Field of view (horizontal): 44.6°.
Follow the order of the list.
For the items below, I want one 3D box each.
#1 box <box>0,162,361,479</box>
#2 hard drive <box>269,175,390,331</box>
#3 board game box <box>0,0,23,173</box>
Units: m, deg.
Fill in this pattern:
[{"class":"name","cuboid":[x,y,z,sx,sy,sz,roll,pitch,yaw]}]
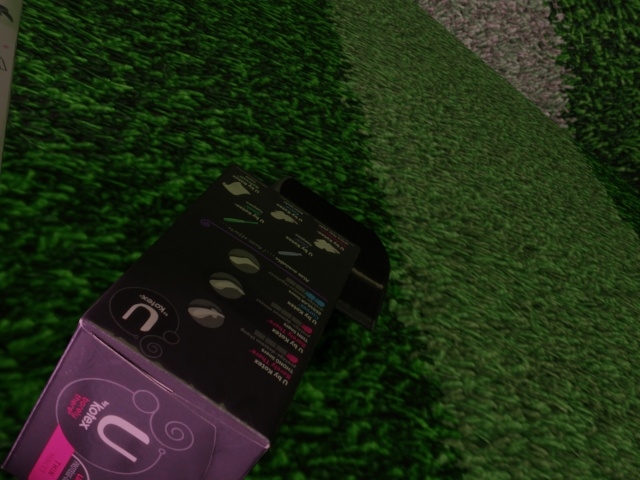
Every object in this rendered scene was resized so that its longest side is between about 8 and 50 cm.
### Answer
[{"class":"box","cuboid":[-0.092,0.081,0.611,0.143,0.165,0.270,34,30,-3]},{"class":"hard drive","cuboid":[0.000,0.000,0.854,0.172,0.054,0.254,33,12,-7]},{"class":"board game box","cuboid":[-0.296,-0.063,0.549,0.097,0.224,0.303,17,35,-31]}]
